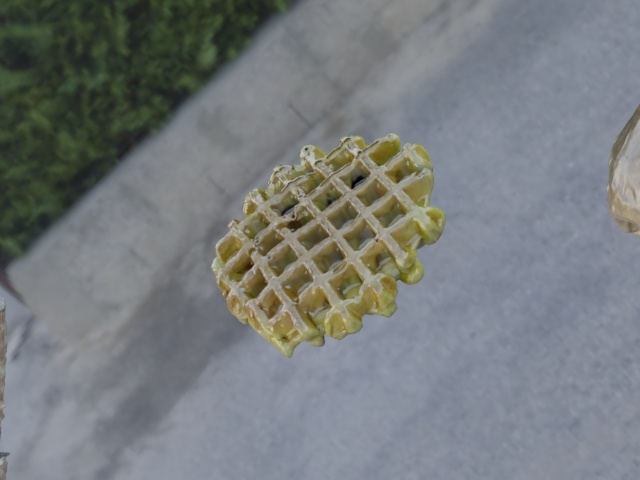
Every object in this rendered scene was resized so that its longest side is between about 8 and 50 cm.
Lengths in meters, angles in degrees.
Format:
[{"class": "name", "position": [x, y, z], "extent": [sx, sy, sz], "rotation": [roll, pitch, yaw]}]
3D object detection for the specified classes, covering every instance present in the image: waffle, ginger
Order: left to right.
[{"class": "waffle", "position": [0.004, -0.003, 0.846], "extent": [0.191, 0.038, 0.191], "rotation": [-22, 41, 20]}, {"class": "ginger", "position": [0.401, -0.114, 1.271], "extent": [0.221, 0.130, 0.275], "rotation": [146, 145, -79]}]

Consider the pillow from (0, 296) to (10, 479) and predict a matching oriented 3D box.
[{"class": "pillow", "position": [-0.253, 0.126, 0.748], "extent": [0.135, 0.211, 0.034], "rotation": [2, 4, 11]}]
